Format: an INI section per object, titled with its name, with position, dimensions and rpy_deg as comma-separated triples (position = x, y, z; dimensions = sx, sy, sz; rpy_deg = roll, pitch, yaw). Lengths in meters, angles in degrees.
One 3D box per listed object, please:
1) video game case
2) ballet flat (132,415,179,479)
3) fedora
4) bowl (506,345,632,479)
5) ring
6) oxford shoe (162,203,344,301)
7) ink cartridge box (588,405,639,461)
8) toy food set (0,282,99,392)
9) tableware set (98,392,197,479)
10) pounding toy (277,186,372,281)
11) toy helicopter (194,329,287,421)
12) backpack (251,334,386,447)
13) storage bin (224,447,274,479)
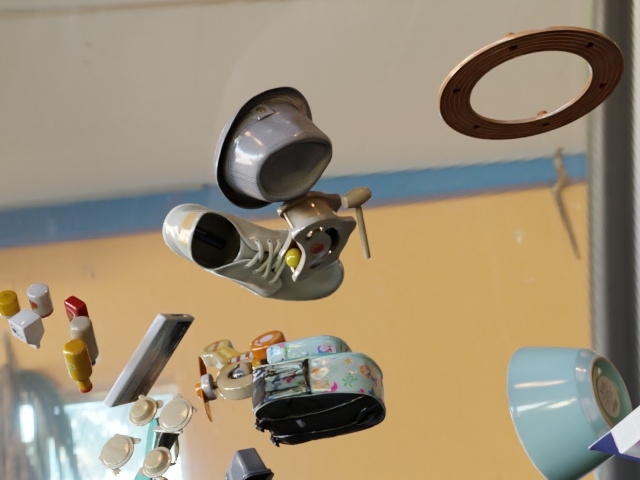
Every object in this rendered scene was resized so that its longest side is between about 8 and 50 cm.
[video game case]
position = -0.312, 0.217, 1.935
dimensions = 0.022, 0.190, 0.173
rpy_deg = 32, 2, 11
[ballet flat]
position = -0.414, 0.585, 2.674
dimensions = 0.096, 0.280, 0.095
rpy_deg = 16, 5, -31
[fedora]
position = -0.072, -0.165, 2.044
dimensions = 0.275, 0.124, 0.243
rpy_deg = -22, -54, -39
[bowl]
position = 0.546, 0.350, 2.230
dimensions = 0.163, 0.311, 0.311
rpy_deg = -26, -28, 35
[ring]
position = 0.375, -0.283, 1.895
dimensions = 0.337, 0.032, 0.336
rpy_deg = -8, -26, -4
[oxford shoe]
position = -0.136, 0.038, 2.353
dimensions = 0.449, 0.169, 0.130
rpy_deg = 21, -3, -26
[ink cartridge box]
position = 0.674, 0.334, 1.751
dimensions = 0.324, 0.071, 0.330
rpy_deg = 16, -43, -14
[toy food set]
position = -0.464, 0.164, 1.843
dimensions = 0.111, 0.232, 0.104
rpy_deg = -40, -38, -38
[tableware set]
position = -0.290, 0.328, 1.773
dimensions = 0.141, 0.168, 0.020
rpy_deg = 9, -31, 33
[pounding toy]
position = 0.000, 0.000, 2.137
dimensions = 0.154, 0.155, 0.269
rpy_deg = -12, -33, -31
[toy helicopter]
position = -0.208, 0.302, 2.455
dimensions = 0.235, 0.140, 0.355
rpy_deg = -30, 18, -19
[backpack]
position = 0.006, 0.308, 2.157
dimensions = 0.254, 0.191, 0.225
rpy_deg = -9, -34, 16
[storage bin]
position = -0.177, 0.576, 2.584
dimensions = 0.098, 0.091, 0.135
rpy_deg = -3, -45, -32
